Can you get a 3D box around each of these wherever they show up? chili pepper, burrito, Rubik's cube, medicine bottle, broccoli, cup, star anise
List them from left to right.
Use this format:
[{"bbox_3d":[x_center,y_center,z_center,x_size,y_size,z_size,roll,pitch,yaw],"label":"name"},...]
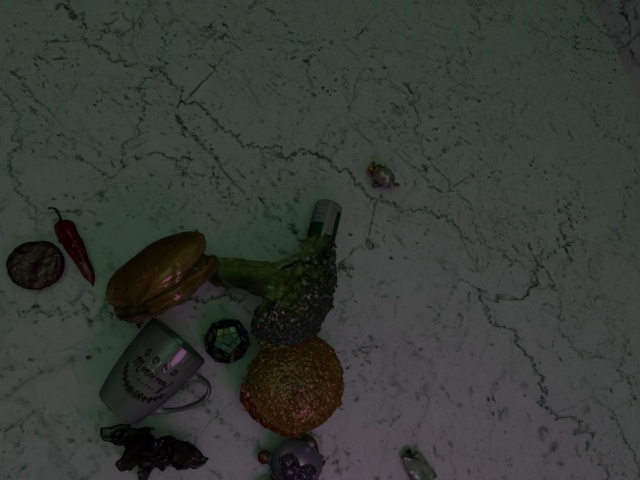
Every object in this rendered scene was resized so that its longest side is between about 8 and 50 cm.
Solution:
[{"bbox_3d":[-0.717,0.012,1.418,0.059,0.050,0.267,-24,82,-35],"label":"chili pepper"},{"bbox_3d":[-0.430,0.545,1.260,0.283,0.212,0.129,17,58,-17],"label":"star anise"},{"bbox_3d":[-0.429,0.379,1.315,0.258,0.186,0.234,39,77,-4],"label":"cup"},{"bbox_3d":[-0.269,0.290,1.412,0.112,0.133,0.133,-28,82,6],"label":"Rubik's cube"},{"bbox_3d":[-0.147,0.148,1.357,0.397,0.353,0.274,-1,108,0],"label":"broccoli"},{"bbox_3d":[0.000,0.000,1.572,0.095,0.095,0.259,16,70,-9],"label":"medicine bottle"},{"bbox_3d":[0.292,0.679,1.472,0.074,0.044,0.118,-29,85,-17],"label":"burrito"}]

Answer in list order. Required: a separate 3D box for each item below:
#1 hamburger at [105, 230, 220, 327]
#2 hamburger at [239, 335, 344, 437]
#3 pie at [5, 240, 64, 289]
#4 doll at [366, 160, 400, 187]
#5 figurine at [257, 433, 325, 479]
[{"bbox_3d":[-0.427,0.096,1.325,0.319,0.319,0.158,-40,110,-21],"label":"hamburger"},{"bbox_3d":[-0.072,0.405,1.391,0.276,0.179,0.294,40,69,1],"label":"hamburger"},{"bbox_3d":[-0.804,0.068,1.386,0.155,0.036,0.154,4,73,-13],"label":"pie"},{"bbox_3d":[0.216,-0.214,1.707,0.127,0.073,0.084,39,102,4],"label":"doll"},{"bbox_3d":[-0.106,0.661,1.341,0.274,0.133,0.194,-38,85,-10],"label":"figurine"}]
